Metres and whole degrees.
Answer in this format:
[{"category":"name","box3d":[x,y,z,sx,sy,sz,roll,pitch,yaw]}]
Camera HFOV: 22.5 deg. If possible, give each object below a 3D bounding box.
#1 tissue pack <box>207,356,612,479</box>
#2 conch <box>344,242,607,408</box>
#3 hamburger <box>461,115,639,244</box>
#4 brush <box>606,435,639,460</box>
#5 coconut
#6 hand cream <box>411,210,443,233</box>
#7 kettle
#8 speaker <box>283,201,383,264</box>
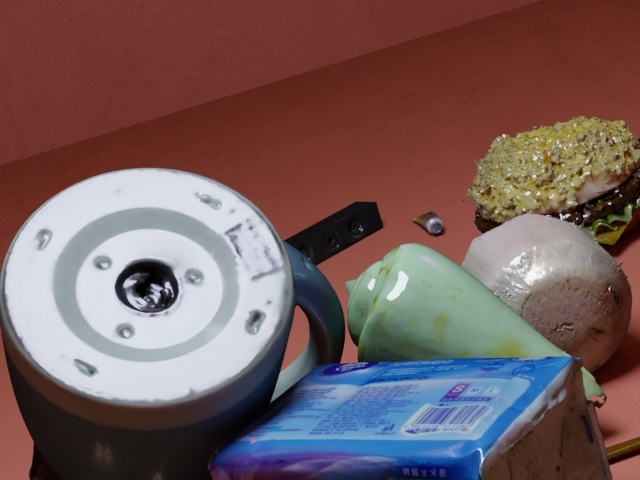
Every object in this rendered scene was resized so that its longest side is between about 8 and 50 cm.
[{"category":"tissue pack","box3d":[0.077,0.192,1.318,0.263,0.146,0.198,-6,18,35]},{"category":"conch","box3d":[0.129,0.108,1.503,0.143,0.251,0.137,-55,-1,17]},{"category":"hamburger","box3d":[0.301,-0.075,1.973,0.243,0.138,0.262,-5,21,37]},{"category":"brush","box3d":[0.280,0.177,1.405,0.170,0.014,0.043,-19,18,-3]},{"category":"coconut","box3d":[0.219,0.053,1.602,0.171,0.170,0.183,-18,21,-4]},{"category":"hand cream","box3d":[0.147,-0.026,2.172,0.035,0.022,0.102,-25,13,-2]},{"category":"kettle","box3d":[-0.122,0.125,1.479,0.320,0.342,0.247,-14,56,-15]},{"category":"speaker","box3d":[0.000,0.000,2.190,0.191,0.040,0.046,-29,20,-35]}]
